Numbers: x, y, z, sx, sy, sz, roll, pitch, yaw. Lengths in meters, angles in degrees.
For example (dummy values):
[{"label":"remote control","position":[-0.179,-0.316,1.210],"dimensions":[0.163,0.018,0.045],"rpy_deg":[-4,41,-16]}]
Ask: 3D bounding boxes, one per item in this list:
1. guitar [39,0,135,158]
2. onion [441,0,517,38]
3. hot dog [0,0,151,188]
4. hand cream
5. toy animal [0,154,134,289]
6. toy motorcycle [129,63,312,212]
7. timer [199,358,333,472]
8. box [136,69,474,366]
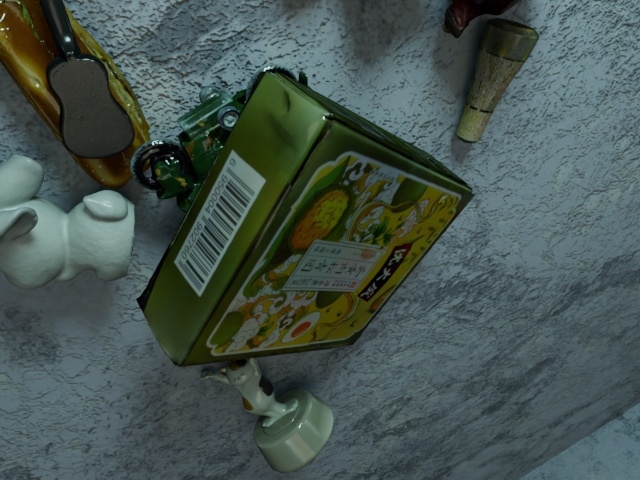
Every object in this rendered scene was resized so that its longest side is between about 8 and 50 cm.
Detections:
[{"label":"guitar","position":[-0.284,-0.223,0.525],"dimensions":[0.084,0.038,0.270],"rpy_deg":[-19,123,-19]},{"label":"onion","position":[0.248,-0.382,0.648],"dimensions":[0.218,0.195,0.139],"rpy_deg":[-32,106,36]},{"label":"hot dog","position":[-0.305,-0.190,0.598],"dimensions":[0.115,0.072,0.268],"rpy_deg":[-25,126,-5]},{"label":"hand cream","position":[0.283,-0.257,0.790],"dimensions":[0.084,0.084,0.203],"rpy_deg":[-1,127,-21]},{"label":"toy animal","position":[-0.351,-0.015,0.643],"dimensions":[0.193,0.127,0.178],"rpy_deg":[11,143,-36]},{"label":"toy motorcycle","position":[-0.117,-0.126,0.682],"dimensions":[0.275,0.124,0.187],"rpy_deg":[-35,139,-3]},{"label":"timer","position":[-0.116,0.334,0.994],"dimensions":[0.175,0.175,0.266],"rpy_deg":[-36,109,3]},{"label":"box","position":[0.000,0.000,0.718],"dimensions":[0.421,0.138,0.372],"rpy_deg":[10,120,-51]}]
